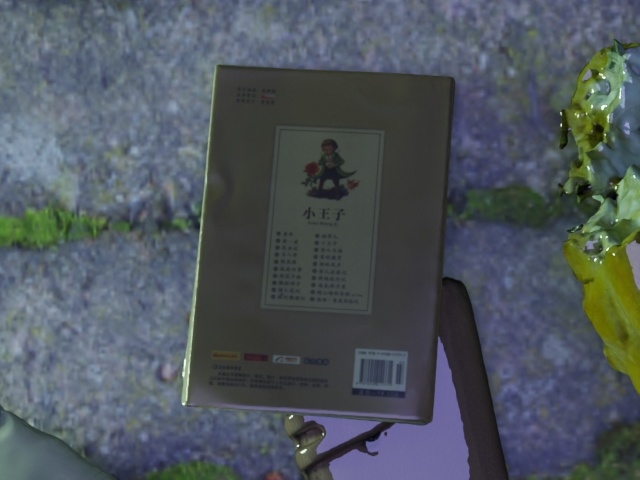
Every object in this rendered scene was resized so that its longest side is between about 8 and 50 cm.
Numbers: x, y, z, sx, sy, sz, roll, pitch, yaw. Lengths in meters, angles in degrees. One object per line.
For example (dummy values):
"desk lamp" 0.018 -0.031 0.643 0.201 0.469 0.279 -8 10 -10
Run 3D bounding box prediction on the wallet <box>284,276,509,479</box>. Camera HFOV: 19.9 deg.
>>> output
"wallet" 0.041 0.104 1.014 0.118 0.039 0.153 -14 89 0

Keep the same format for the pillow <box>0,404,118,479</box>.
"pillow" -0.196 0.222 1.000 0.144 0.078 0.254 35 89 3

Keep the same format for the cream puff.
"cream puff" 0.226 -0.005 0.931 0.194 0.195 0.221 5 49 3

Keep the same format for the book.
"book" 0.000 0.000 1.008 0.138 0.016 0.199 4 76 5
